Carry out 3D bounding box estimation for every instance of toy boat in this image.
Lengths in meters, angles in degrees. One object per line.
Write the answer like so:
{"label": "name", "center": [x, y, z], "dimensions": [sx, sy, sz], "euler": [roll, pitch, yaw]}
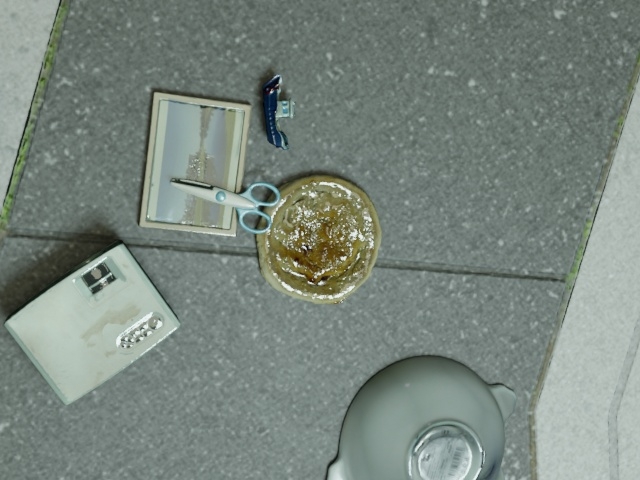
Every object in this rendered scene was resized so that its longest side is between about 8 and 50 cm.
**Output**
{"label": "toy boat", "center": [-0.044, -0.140, 1.079], "dimensions": [0.038, 0.038, 0.083], "euler": [-8, 98, -12]}

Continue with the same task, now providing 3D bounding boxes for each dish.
{"label": "dish", "center": [0.140, 0.252, 1.143], "dimensions": [0.236, 0.086, 0.228], "euler": [-46, 104, -4]}

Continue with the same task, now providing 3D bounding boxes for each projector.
{"label": "projector", "center": [-0.242, 0.084, 1.047], "dimensions": [0.147, 0.061, 0.115], "euler": [-35, 104, -7]}

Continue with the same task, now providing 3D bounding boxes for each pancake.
{"label": "pancake", "center": [0.000, 0.000, 1.112], "dimensions": [0.152, 0.025, 0.151], "euler": [-1, 95, -14]}

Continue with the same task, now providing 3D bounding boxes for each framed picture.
{"label": "framed picture", "center": [-0.137, -0.082, 1.078], "dimensions": [0.109, 0.011, 0.149], "euler": [6, 96, -14]}

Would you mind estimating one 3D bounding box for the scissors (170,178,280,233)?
{"label": "scissors", "center": [-0.105, -0.046, 1.073], "dimensions": [0.119, 0.014, 0.058], "euler": [15, 97, -10]}
